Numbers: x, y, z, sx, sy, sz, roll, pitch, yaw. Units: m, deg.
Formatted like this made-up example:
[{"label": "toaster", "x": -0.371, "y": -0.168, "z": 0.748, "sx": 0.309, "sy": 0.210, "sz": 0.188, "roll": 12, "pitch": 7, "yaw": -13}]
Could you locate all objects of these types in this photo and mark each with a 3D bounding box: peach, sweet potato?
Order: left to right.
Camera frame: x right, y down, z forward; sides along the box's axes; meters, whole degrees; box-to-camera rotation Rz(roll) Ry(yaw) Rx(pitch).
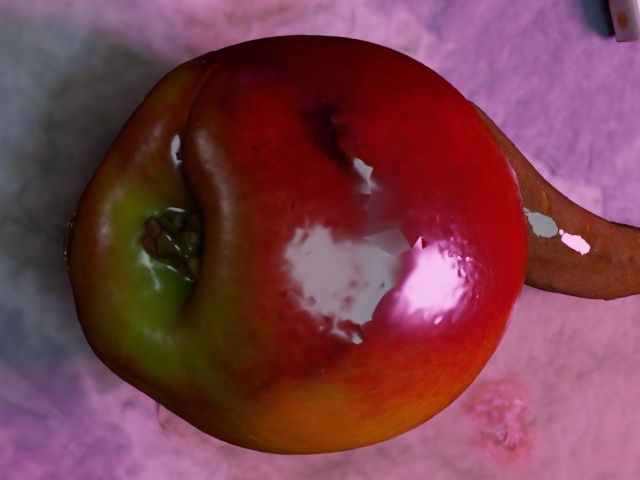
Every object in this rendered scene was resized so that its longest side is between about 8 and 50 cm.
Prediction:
[{"label": "peach", "x": 0.000, "y": 0.000, "z": 0.567, "sx": 0.197, "sy": 0.197, "sz": 0.197, "roll": -2, "pitch": 94, "yaw": -23}, {"label": "sweet potato", "x": 0.134, "y": 0.000, "z": 0.688, "sx": 0.250, "sy": 0.059, "sz": 0.069, "roll": 27, "pitch": 70, "yaw": -26}]

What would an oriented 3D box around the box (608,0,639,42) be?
[{"label": "box", "x": 0.193, "y": -0.229, "z": 0.709, "sx": 0.122, "sy": 0.032, "sz": 0.220, "roll": -18, "pitch": 100, "yaw": -21}]
